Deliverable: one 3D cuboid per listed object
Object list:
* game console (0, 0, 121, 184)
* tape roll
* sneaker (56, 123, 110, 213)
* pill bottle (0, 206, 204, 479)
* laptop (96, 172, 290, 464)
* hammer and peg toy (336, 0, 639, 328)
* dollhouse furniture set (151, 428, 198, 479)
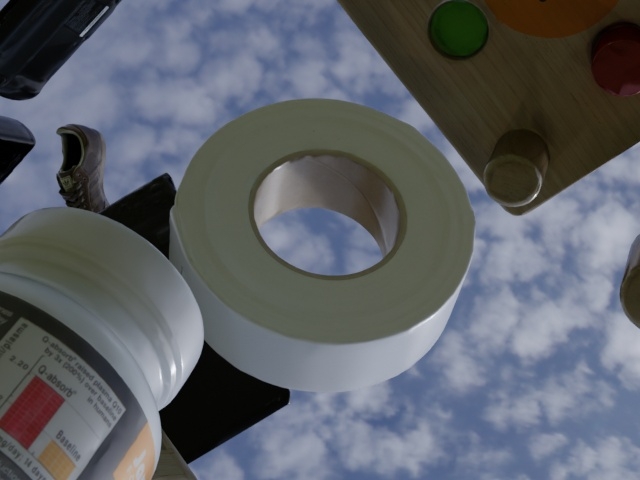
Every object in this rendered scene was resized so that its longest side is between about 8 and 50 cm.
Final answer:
[{"bbox_3d":[-0.258,-0.137,0.976,0.044,0.213,0.361,45,-83,6],"label":"game console"},{"bbox_3d":[0.000,0.000,1.127,0.286,0.100,0.286,4,-124,-6],"label":"tape roll"},{"bbox_3d":[-0.322,-0.063,1.549,0.066,0.071,0.188,-17,-107,29],"label":"sneaker"},{"bbox_3d":[-0.176,0.115,0.571,0.162,0.162,0.278,5,-141,25],"label":"pill bottle"},{"bbox_3d":[-0.197,0.102,1.244,0.234,0.136,0.264,-31,-132,0],"label":"laptop"},{"bbox_3d":[0.183,-0.137,0.722,0.266,0.127,0.361,-36,-81,28],"label":"hammer and peg toy"},{"bbox_3d":[-0.197,0.238,0.922,0.129,0.184,0.129,45,-62,40],"label":"dollhouse furniture set"}]
